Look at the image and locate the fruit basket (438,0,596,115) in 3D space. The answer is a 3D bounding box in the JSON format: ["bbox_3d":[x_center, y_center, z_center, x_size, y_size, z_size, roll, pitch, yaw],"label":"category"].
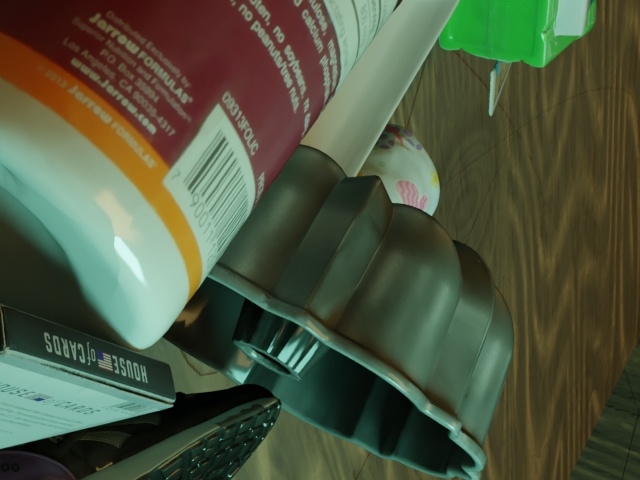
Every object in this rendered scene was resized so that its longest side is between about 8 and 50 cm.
[{"bbox_3d":[0.230,-0.345,1.483,0.353,0.165,0.327,-53,152,-41],"label":"fruit basket"}]

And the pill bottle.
[{"bbox_3d":[-0.082,-0.149,0.867,0.392,0.224,0.224,-57,154,-28],"label":"pill bottle"}]

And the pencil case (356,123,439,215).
[{"bbox_3d":[0.000,0.000,1.318,0.273,0.113,0.124,-44,153,-46],"label":"pencil case"}]

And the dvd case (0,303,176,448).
[{"bbox_3d":[-0.219,0.087,0.777,0.179,0.239,0.029,34,43,-66],"label":"dvd case"}]

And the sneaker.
[{"bbox_3d":[-0.149,0.134,1.040,0.283,0.124,0.107,-20,149,-47],"label":"sneaker"}]

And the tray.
[{"bbox_3d":[0.010,-0.154,1.256,0.145,0.030,0.270,43,65,-27],"label":"tray"}]

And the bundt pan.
[{"bbox_3d":[-0.007,0.032,1.040,0.124,0.331,0.331,-59,155,-14],"label":"bundt pan"}]
